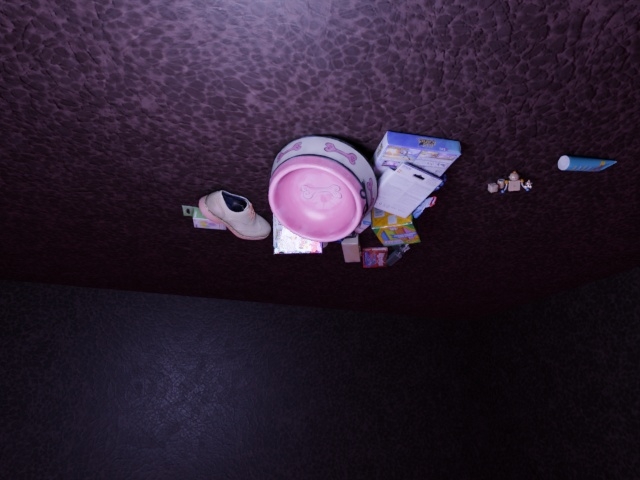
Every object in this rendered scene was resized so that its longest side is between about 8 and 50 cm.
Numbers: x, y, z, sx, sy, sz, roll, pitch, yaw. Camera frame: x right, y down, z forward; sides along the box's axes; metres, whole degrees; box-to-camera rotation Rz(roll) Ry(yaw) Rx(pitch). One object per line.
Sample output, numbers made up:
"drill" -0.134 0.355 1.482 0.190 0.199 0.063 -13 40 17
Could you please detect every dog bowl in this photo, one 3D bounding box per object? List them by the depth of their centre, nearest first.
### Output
"dog bowl" -0.005 -0.165 1.565 0.409 0.150 0.407 10 132 11

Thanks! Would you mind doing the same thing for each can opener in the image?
"can opener" 0.431 0.061 2.448 0.093 0.074 0.280 35 155 7

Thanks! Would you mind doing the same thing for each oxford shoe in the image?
"oxford shoe" -0.351 -0.109 1.964 0.147 0.140 0.397 -23 150 32

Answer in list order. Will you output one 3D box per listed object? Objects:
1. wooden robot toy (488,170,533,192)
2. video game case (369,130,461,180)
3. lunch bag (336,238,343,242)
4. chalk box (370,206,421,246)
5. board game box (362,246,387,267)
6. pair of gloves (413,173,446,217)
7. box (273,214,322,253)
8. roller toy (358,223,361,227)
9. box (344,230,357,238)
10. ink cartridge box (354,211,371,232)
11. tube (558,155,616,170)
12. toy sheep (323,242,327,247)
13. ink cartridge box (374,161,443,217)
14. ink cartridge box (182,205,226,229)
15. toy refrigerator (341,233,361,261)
"wooden robot toy" 0.757 -0.241 1.718 0.174 0.076 0.078 -3 122 11
"video game case" 0.330 -0.291 1.586 0.270 0.061 0.244 5 159 -11
"lunch bag" -0.031 -0.060 1.998 0.221 0.138 0.293 18 174 27
"chalk box" 0.346 -0.088 1.928 0.179 0.180 0.289 -8 157 21
"board game box" 0.325 0.105 2.589 0.145 0.027 0.281 -3 157 6
"pair of gloves" 0.433 -0.178 1.713 0.023 0.198 0.159 33 162 -7
"box" -0.093 -0.091 1.792 0.201 0.292 0.057 -1 179 5
"roller toy" 0.090 -0.141 1.790 0.147 0.190 0.209 -3 157 11
"box" 0.087 -0.070 2.059 0.116 0.029 0.162 -4 134 48
"ink cartridge box" 0.168 -0.087 2.087 0.104 0.060 0.180 9 157 -18
"tube" 0.986 -0.283 1.609 0.207 0.052 0.080 1 168 -15
"toy sheep" 0.000 0.000 2.269 0.091 0.091 0.132 5 157 -9
"ink cartridge box" 0.313 -0.196 1.644 0.224 0.045 0.224 16 131 -34
"ink cartridge box" -0.553 -0.106 2.067 0.210 0.062 0.109 6 158 -10
"toy refrigerator" 0.168 0.023 2.300 0.095 0.102 0.269 -2 157 6
